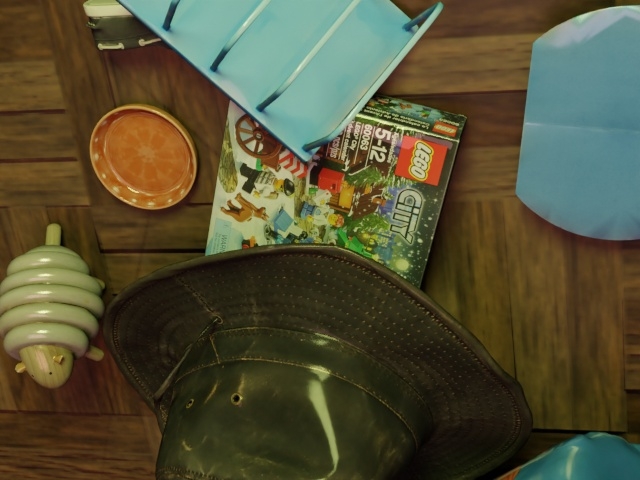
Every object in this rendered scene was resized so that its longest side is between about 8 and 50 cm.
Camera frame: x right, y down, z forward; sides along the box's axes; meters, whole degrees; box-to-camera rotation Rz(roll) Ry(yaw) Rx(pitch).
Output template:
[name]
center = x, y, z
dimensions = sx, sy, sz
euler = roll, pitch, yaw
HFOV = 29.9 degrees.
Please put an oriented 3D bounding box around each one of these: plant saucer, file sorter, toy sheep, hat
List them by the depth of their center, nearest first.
[file sorter]
center = -0.027, -0.151, 0.730
dimensions = 0.170, 0.104, 0.118
euler = 40, 82, -8
[hat]
center = -0.025, 0.146, 0.850
dimensions = 0.331, 0.134, 0.331
euler = 13, 141, 11
[plant saucer]
center = -0.130, -0.063, 0.889
dimensions = 0.083, 0.013, 0.083
euler = 7, 120, 11
[toy sheep]
center = -0.207, 0.050, 0.922
dimensions = 0.091, 0.132, 0.091
euler = -6, 156, -3

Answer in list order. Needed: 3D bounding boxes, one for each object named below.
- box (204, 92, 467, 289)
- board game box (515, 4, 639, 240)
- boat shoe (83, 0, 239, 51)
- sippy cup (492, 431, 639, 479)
[box]
center = 0.000, 0.000, 0.868
dimensions = 0.159, 0.044, 0.233
euler = 16, 121, 7
[board game box]
center = 0.199, -0.079, 0.778
dimensions = 0.133, 0.033, 0.168
euler = 5, 125, 7
[boat shoe]
center = -0.102, -0.147, 0.815
dimensions = 0.125, 0.046, 0.038
euler = 1, 119, 18
[sippy cup]
center = 0.165, 0.258, 0.845
dimensions = 0.240, 0.305, 0.224
euler = 47, 124, 8
